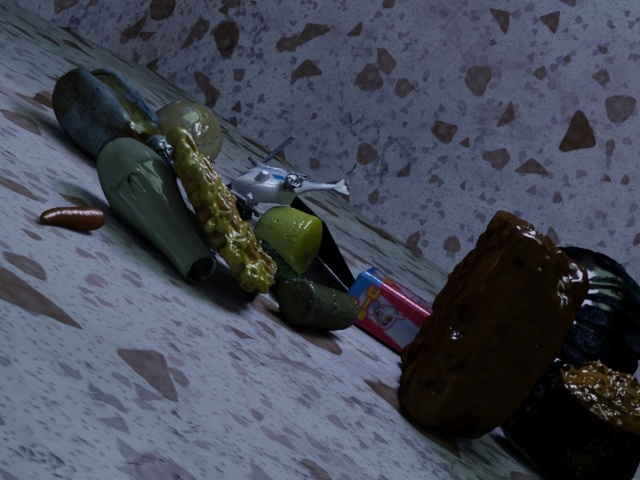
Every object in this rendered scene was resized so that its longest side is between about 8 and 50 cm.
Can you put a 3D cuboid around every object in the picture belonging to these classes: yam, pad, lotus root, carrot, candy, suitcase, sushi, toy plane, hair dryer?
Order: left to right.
[{"bbox_3d":[-0.333,-0.030,1.500,0.035,0.035,0.142,36,15,23],"label":"carrot"},{"bbox_3d":[-0.376,-0.203,2.055,0.158,0.140,0.322,-3,37,-47],"label":"lotus root"},{"bbox_3d":[-0.208,-0.012,1.725,0.298,0.119,0.296,43,6,-35],"label":"hair dryer"},{"bbox_3d":[-0.192,-0.067,2.237,0.126,0.059,0.086,32,6,15],"label":"suitcase"},{"bbox_3d":[-0.053,-0.098,2.166,0.273,0.182,0.107,22,31,-42],"label":"toy plane"},{"bbox_3d":[-0.004,0.106,1.811,0.078,0.078,0.179,36,8,26],"label":"yam"},{"bbox_3d":[0.000,0.000,2.340,0.247,0.007,0.367,61,-7,-27],"label":"pad"},{"bbox_3d":[0.189,0.172,2.102,0.306,0.100,0.157,32,6,6],"label":"candy"},{"bbox_3d":[0.446,0.302,1.925,0.234,0.207,0.348,46,16,33],"label":"sushi"}]

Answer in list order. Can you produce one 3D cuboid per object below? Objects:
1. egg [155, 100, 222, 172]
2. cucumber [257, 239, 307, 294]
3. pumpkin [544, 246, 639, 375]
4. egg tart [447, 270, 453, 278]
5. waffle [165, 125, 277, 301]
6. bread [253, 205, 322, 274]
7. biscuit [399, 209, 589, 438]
[{"bbox_3d":[-0.294,-0.225,2.434,0.164,0.164,0.201,35,15,17],"label":"egg"},{"bbox_3d":[-0.080,0.054,1.926,0.058,0.058,0.187,28,7,-33],"label":"cucumber"},{"bbox_3d":[0.515,0.189,2.376,0.266,0.363,0.363,33,6,-34],"label":"pumpkin"},{"bbox_3d":[0.317,0.131,2.063,0.212,0.090,0.212,35,-13,9],"label":"egg tart"},{"bbox_3d":[-0.145,-0.026,1.731,0.307,0.060,0.312,61,2,26],"label":"waffle"},{"bbox_3d":[-0.057,-0.006,2.124,0.114,0.111,0.129,26,-30,15],"label":"bread"},{"bbox_3d":[0.271,0.132,1.786,0.166,0.342,0.395,35,10,-1],"label":"biscuit"}]
